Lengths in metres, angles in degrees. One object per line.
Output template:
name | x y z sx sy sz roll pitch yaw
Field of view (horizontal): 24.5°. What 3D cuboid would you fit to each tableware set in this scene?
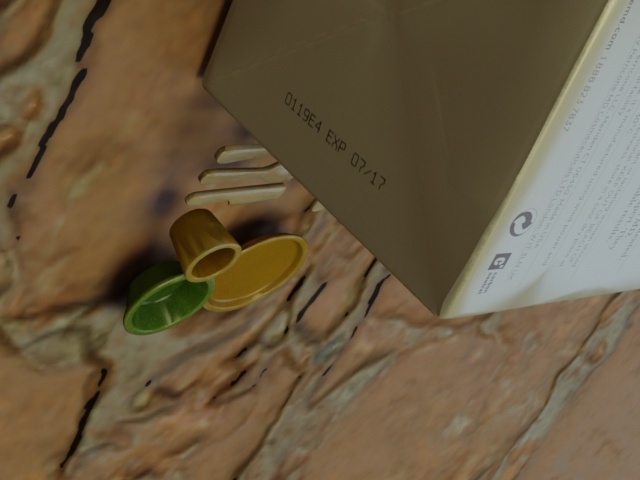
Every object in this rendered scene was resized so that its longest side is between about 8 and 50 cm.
tableware set | 0.000 0.000 0.565 0.154 0.024 0.104 -8 146 -44

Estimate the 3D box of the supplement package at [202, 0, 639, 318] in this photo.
supplement package | 0.107 -0.075 0.520 0.244 0.139 0.134 -6 130 -44
